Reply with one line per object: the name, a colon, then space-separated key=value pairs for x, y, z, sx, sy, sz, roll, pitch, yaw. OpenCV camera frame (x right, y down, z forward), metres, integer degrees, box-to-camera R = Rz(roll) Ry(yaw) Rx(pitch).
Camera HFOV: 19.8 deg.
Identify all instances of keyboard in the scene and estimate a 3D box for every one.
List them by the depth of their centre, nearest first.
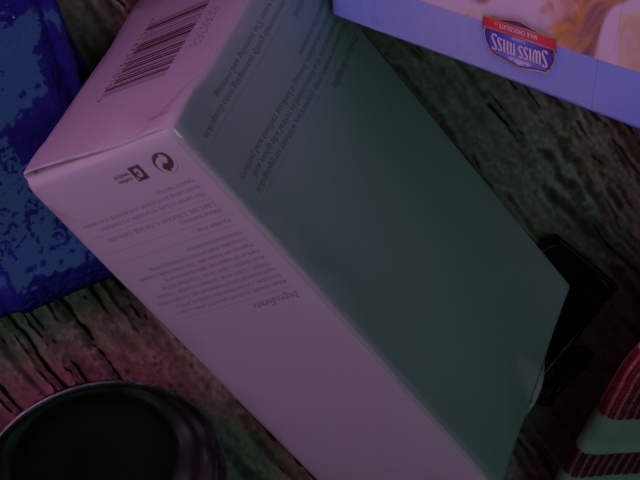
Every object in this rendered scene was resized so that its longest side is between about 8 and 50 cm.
keyboard: x=0.175 y=0.091 z=1.538 sx=0.108 sy=0.023 sz=0.180 roll=38 pitch=94 yaw=-20

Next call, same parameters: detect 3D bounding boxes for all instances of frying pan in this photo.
frying pan: x=-0.160 y=0.238 z=1.455 sx=0.197 sy=0.053 sz=0.326 roll=-18 pitch=124 yaw=-8

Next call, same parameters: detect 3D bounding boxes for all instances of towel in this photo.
towel: x=-0.296 y=-0.035 z=1.305 sx=0.308 sy=0.076 sz=0.228 roll=-23 pitch=107 yaw=-10
towel: x=0.316 y=0.157 z=1.512 sx=0.237 sy=0.037 sz=0.329 roll=-2 pitch=141 yaw=-20

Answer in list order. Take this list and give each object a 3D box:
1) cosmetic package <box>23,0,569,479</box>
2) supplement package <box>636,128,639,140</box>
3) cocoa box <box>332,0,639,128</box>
cosmetic package: x=0.000 y=0.000 z=1.320 sx=0.385 sy=0.156 sz=0.217 roll=51 pitch=45 yaw=-26
supplement package: x=0.349 y=-0.133 z=1.432 sx=0.175 sy=0.177 sz=0.293 roll=-25 pitch=115 yaw=-9
cocoa box: x=0.189 y=-0.226 z=1.152 sx=0.228 sy=0.347 sz=0.231 roll=-11 pitch=114 yaw=-31
